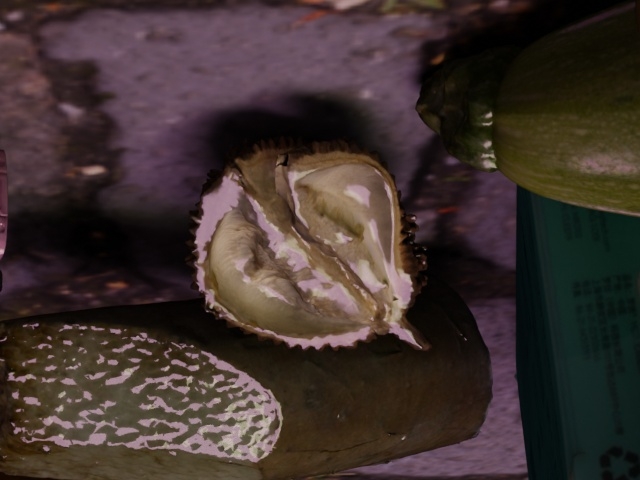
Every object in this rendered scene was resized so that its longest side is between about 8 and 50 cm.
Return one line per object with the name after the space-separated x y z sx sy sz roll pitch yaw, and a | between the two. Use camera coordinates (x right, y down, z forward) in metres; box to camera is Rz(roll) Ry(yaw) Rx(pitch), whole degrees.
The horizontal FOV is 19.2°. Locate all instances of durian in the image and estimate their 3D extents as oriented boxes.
0.002 -0.002 0.875 0.110 0.071 0.140 -38 117 25 | durian

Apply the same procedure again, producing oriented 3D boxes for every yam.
-0.039 0.072 0.932 0.259 0.106 0.106 -7 157 -32 | yam

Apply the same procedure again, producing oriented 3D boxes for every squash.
0.099 -0.051 0.787 0.132 0.105 0.105 -4 154 17 | squash

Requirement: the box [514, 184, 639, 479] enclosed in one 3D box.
0.163 0.086 0.938 0.118 0.205 0.311 -4 152 3 | box

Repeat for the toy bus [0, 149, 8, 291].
-0.206 0.020 0.894 0.090 0.063 0.203 8 151 -24 | toy bus

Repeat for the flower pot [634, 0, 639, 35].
0.237 -0.083 0.666 0.195 0.195 0.179 21 129 -41 | flower pot

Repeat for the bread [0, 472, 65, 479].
-0.160 0.206 1.144 0.192 0.171 0.314 -17 152 16 | bread
